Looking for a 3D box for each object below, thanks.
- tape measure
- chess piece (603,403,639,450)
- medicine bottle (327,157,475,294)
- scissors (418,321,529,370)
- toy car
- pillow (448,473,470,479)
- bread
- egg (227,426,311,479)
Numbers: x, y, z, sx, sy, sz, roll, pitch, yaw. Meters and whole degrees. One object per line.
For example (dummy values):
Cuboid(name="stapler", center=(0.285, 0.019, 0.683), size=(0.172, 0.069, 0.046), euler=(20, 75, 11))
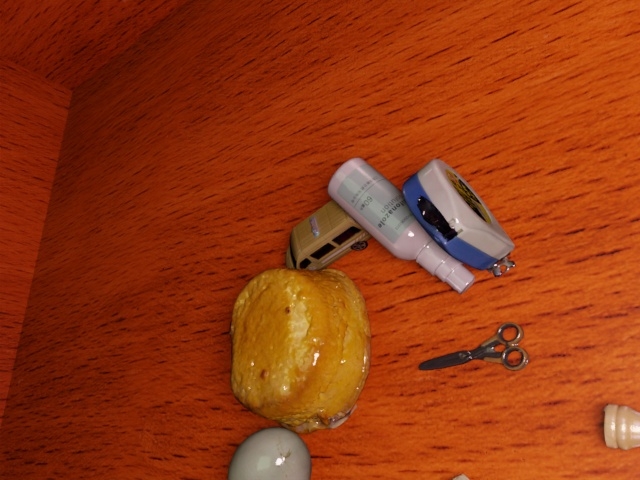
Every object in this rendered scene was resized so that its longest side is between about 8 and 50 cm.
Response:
Cuboid(name="tape measure", center=(0.207, -0.064, 1.020), size=(0.098, 0.351, 0.215), euler=(-40, 52, 21))
Cuboid(name="chess piece", center=(0.481, 0.274, 0.829), size=(0.122, 0.066, 0.066), euler=(-6, 69, 37))
Cuboid(name="medicine bottle", center=(0.168, -0.026, 1.167), size=(0.352, 0.110, 0.110), euler=(44, 105, 22))
Cuboid(name="scissors", center=(0.278, 0.216, 1.073), size=(0.220, 0.017, 0.087), euler=(-23, 59, 36))
Cuboid(name="toy car", center=(0.000, 0.000, 1.346), size=(0.257, 0.124, 0.101), euler=(-35, 51, 27))
Cuboid(name="pillow", center=(0.182, 0.580, 0.967), size=(0.281, 0.076, 0.274), euler=(-37, 51, 25))
Cuboid(name="bread", center=(-0.059, 0.233, 1.249), size=(0.337, 0.204, 0.357), euler=(-28, 58, 40))
Cuboid(name="egg", center=(-0.105, 0.483, 1.199), size=(0.230, 0.168, 0.168), euler=(-60, 39, 41))
